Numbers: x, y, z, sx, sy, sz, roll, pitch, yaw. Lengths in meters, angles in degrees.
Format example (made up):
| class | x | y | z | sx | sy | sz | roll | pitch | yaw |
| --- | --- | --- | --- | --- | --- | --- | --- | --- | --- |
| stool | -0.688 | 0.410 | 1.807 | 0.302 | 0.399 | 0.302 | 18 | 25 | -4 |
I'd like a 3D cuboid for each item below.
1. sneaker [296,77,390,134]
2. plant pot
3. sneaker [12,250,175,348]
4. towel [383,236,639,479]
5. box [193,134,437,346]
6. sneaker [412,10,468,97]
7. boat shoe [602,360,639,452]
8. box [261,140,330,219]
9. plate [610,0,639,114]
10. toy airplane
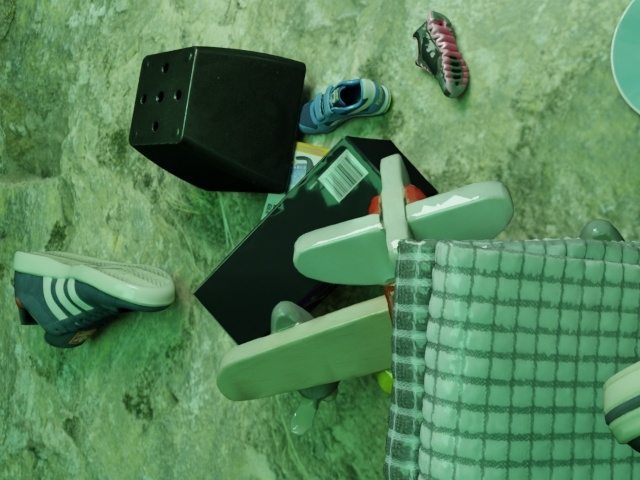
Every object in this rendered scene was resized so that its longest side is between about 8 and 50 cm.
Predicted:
| class | x | y | z | sx | sy | sz | roll | pitch | yaw |
| --- | --- | --- | --- | --- | --- | --- | --- | --- | --- |
| sneaker | 0.020 | -0.184 | 0.959 | 0.144 | 0.059 | 0.053 | -15 | 76 | 32 |
| plant pot | -0.155 | -0.173 | 0.989 | 0.187 | 0.167 | 0.188 | 6 | 86 | 44 |
| sneaker | -0.363 | 0.105 | 1.130 | 0.350 | 0.131 | 0.148 | 7 | 93 | 39 |
| towel | 0.186 | 0.116 | 0.534 | 0.121 | 0.283 | 0.235 | 178 | 95 | -68 |
| box | 0.000 | 0.000 | 0.859 | 0.261 | 0.184 | 0.103 | -45 | 83 | 20 |
| sneaker | 0.147 | -0.227 | 0.900 | 0.057 | 0.047 | 0.119 | -30 | 63 | 43 |
| boat shoe | 0.370 | 0.080 | 0.261 | 0.500 | 0.187 | 0.156 | -7 | 73 | 26 |
| box | -0.032 | -0.067 | 0.993 | 0.081 | 0.028 | 0.136 | 17 | 90 | 33 |
| plate | 0.402 | -0.202 | 0.738 | 0.188 | 0.024 | 0.188 | -6 | 79 | 33 |
| toy airplane | 0.127 | 0.090 | 0.722 | 0.386 | 0.272 | 0.384 | 26 | 112 | 0 |
